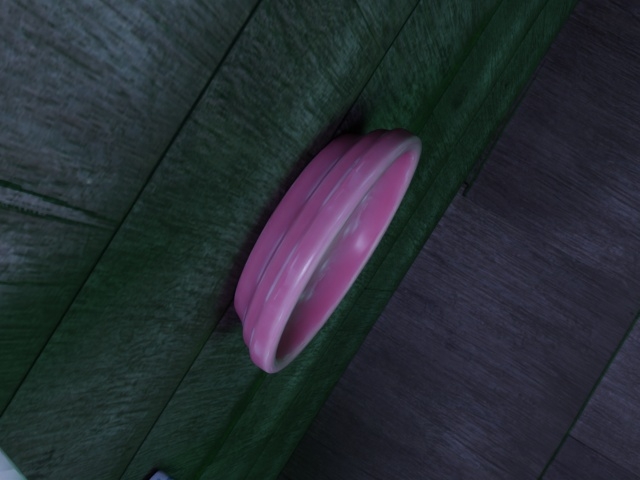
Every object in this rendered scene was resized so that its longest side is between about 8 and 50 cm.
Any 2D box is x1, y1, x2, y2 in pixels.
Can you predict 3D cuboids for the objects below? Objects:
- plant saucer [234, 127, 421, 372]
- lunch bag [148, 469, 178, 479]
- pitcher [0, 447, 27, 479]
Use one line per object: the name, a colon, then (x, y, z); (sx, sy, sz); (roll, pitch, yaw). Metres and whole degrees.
plant saucer: (0.000, 0.000, 1.455); (0.332, 0.084, 0.332); (-54, 169, -16)
lunch bag: (-0.237, 0.412, 1.567); (0.219, 0.090, 0.176); (-54, 167, -26)
pitcher: (-0.265, 0.167, 0.649); (0.207, 0.125, 0.177); (-41, 149, -22)
